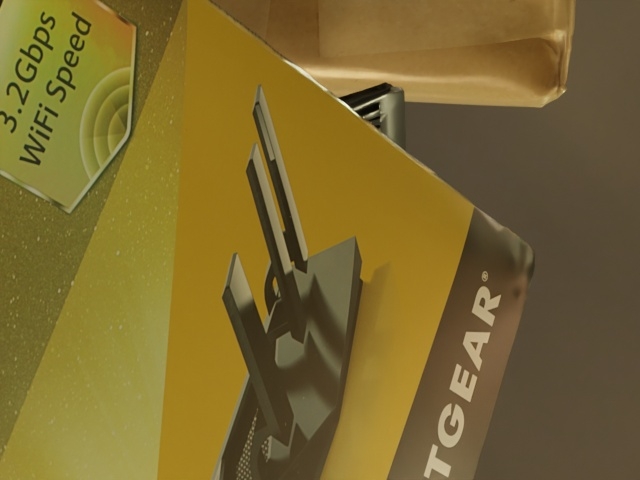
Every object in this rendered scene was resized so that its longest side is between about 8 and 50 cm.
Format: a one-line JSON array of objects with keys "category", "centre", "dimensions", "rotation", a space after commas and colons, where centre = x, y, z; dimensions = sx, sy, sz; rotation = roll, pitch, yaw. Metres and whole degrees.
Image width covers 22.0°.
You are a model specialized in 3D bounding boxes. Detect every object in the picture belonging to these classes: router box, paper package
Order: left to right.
[{"category": "router box", "centre": [-0.079, 0.092, 0.397], "dimensions": [0.243, 0.081, 0.308], "rotation": [33, -111, -44]}, {"category": "paper package", "centre": [-0.026, -0.209, 1.092], "dimensions": [0.325, 0.168, 0.309], "rotation": [2, -160, -9]}]

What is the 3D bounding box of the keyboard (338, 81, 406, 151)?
[{"category": "keyboard", "centre": [0.000, 0.000, 0.796], "dimensions": [0.100, 0.192, 0.038], "rotation": [-20, -118, -6]}]
